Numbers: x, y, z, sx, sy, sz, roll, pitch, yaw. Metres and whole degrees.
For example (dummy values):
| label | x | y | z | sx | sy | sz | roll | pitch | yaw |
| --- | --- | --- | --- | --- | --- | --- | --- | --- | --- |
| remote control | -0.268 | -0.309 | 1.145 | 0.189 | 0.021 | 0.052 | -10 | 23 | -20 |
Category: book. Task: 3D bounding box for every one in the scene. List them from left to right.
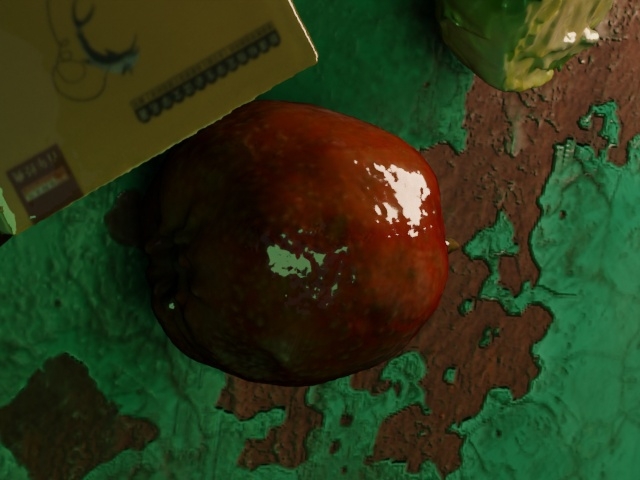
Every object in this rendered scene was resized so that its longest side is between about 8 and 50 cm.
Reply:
| label | x | y | z | sx | sy | sz | roll | pitch | yaw |
| --- | --- | --- | --- | --- | --- | --- | --- | --- | --- |
| book | -0.185 | -0.231 | 1.201 | 0.269 | 0.032 | 0.389 | -34 | 103 | -27 |

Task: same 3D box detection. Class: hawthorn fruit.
| label | x | y | z | sx | sy | sz | roll | pitch | yaw |
| --- | --- | --- | --- | --- | --- | --- | --- | --- | --- |
| hawthorn fruit | 0.000 | 0.000 | 1.314 | 0.253 | 0.205 | 0.205 | -8 | 105 | -32 |

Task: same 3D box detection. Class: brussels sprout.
| label | x | y | z | sx | sy | sz | roll | pitch | yaw |
| --- | --- | --- | --- | --- | --- | --- | --- | --- | --- |
| brussels sprout | 0.144 | -0.195 | 1.383 | 0.149 | 0.122 | 0.151 | -45 | 152 | -5 |

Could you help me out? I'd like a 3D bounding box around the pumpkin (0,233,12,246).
| label | x | y | z | sx | sy | sz | roll | pitch | yaw |
| --- | --- | --- | --- | --- | --- | --- | --- | --- | --- |
| pumpkin | -0.364 | -0.017 | 1.182 | 0.290 | 0.095 | 0.258 | 40 | 94 | -18 |
